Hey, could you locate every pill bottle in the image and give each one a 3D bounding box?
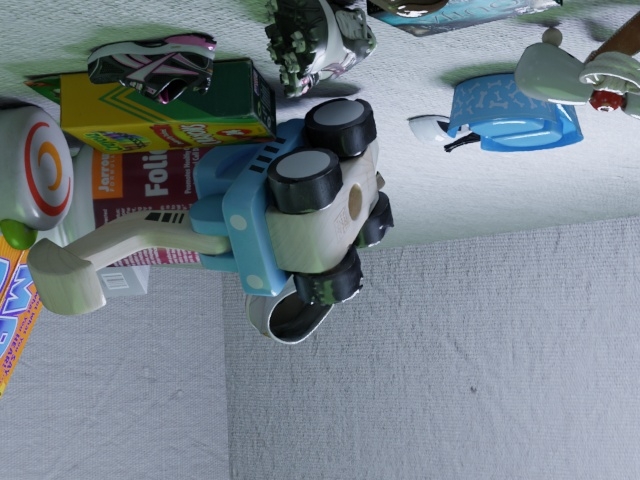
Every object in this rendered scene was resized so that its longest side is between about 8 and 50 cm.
[{"bbox_3d":[-0.296,-0.068,2.077,0.392,0.224,0.224,-3,174,-2],"label":"pill bottle"}]

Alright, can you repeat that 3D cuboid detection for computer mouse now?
[{"bbox_3d":[0.218,-0.181,2.108,0.106,0.042,0.193,-6,173,37],"label":"computer mouse"}]

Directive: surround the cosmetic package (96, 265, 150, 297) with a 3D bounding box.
[{"bbox_3d":[-0.372,-0.026,2.262,0.107,0.238,0.127,-6,146,7],"label":"cosmetic package"}]

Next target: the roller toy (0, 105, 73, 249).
[{"bbox_3d":[-0.475,-0.104,1.830,0.146,0.191,0.209,-6,-148,15],"label":"roller toy"}]

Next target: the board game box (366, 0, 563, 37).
[{"bbox_3d":[0.162,-0.269,1.363,0.186,0.026,0.126,-7,172,32],"label":"board game box"}]

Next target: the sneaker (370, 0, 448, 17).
[{"bbox_3d":[0.080,-0.264,1.189,0.188,0.066,0.071,3,171,-44],"label":"sneaker"}]

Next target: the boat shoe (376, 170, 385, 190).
[{"bbox_3d":[-0.036,-0.073,2.227,0.307,0.104,0.111,-32,-167,-5],"label":"boat shoe"}]

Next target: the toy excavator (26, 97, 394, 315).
[{"bbox_3d":[-0.160,-0.026,1.843,0.445,0.222,0.433,3,-144,25],"label":"toy excavator"}]

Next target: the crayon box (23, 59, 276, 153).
[{"bbox_3d":[-0.234,-0.183,1.717,0.319,0.081,0.202,-3,174,7],"label":"crayon box"}]

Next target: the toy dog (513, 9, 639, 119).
[{"bbox_3d":[0.430,-0.225,1.531,0.334,0.161,0.220,16,169,-23],"label":"toy dog"}]

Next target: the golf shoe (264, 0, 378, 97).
[{"bbox_3d":[0.003,-0.237,1.361,0.120,0.105,0.273,-18,180,-4],"label":"golf shoe"}]

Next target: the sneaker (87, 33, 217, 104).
[{"bbox_3d":[-0.215,-0.207,1.519,0.178,0.077,0.072,-5,172,26],"label":"sneaker"}]

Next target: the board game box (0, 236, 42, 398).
[{"bbox_3d":[-0.730,0.086,2.121,0.356,0.356,0.356,24,180,14],"label":"board game box"}]

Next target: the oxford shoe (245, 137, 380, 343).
[{"bbox_3d":[0.000,0.000,2.118,0.169,0.449,0.130,8,-151,-32],"label":"oxford shoe"}]

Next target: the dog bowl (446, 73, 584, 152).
[{"bbox_3d":[0.303,-0.196,1.881,0.166,0.074,0.297,-6,172,28],"label":"dog bowl"}]
